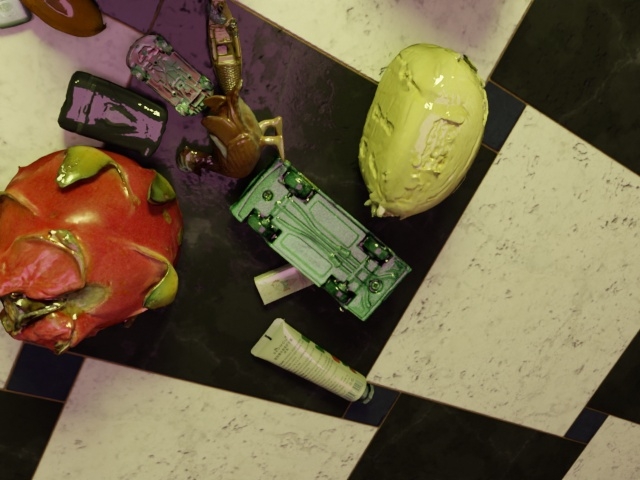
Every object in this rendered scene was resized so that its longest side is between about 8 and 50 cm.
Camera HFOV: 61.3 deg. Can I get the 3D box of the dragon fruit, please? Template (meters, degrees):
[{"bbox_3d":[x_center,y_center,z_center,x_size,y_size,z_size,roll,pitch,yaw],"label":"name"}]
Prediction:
[{"bbox_3d":[-0.344,0.021,0.789,0.306,0.226,0.305,-5,112,-13],"label":"dragon fruit"}]

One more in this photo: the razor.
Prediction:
[{"bbox_3d":[-0.305,-0.185,0.806,0.148,0.054,0.090,19,106,-25],"label":"razor"}]

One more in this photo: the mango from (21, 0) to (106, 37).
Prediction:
[{"bbox_3d":[-0.352,-0.326,0.727,0.077,0.063,0.127,-48,117,-2],"label":"mango"}]

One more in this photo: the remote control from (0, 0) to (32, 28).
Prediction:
[{"bbox_3d":[-0.435,-0.349,0.716,0.053,0.018,0.124,-22,117,-9],"label":"remote control"}]

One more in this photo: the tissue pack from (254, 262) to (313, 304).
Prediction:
[{"bbox_3d":[-0.066,0.075,1.012,0.108,0.023,0.056,-23,117,-6],"label":"tissue pack"}]

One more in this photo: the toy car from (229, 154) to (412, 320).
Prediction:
[{"bbox_3d":[0.000,0.000,0.952,0.321,0.097,0.141,40,97,-14],"label":"toy car"}]

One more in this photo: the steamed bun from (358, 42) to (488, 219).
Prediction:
[{"bbox_3d":[0.172,-0.166,0.869,0.166,0.232,0.272,12,110,-16],"label":"steamed bun"}]

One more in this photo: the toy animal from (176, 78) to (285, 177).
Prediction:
[{"bbox_3d":[-0.147,-0.167,0.837,0.179,0.089,0.188,-7,141,-1],"label":"toy animal"}]

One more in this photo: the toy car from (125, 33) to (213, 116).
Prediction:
[{"bbox_3d":[-0.224,-0.247,0.807,0.069,0.055,0.142,-46,132,6],"label":"toy car"}]

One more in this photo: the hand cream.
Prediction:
[{"bbox_3d":[-0.006,0.255,1.096,0.276,0.059,0.095,35,100,-22],"label":"hand cream"}]

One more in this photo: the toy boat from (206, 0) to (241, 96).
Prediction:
[{"bbox_3d":[-0.143,-0.291,0.816,0.047,0.049,0.149,-11,115,-13],"label":"toy boat"}]
